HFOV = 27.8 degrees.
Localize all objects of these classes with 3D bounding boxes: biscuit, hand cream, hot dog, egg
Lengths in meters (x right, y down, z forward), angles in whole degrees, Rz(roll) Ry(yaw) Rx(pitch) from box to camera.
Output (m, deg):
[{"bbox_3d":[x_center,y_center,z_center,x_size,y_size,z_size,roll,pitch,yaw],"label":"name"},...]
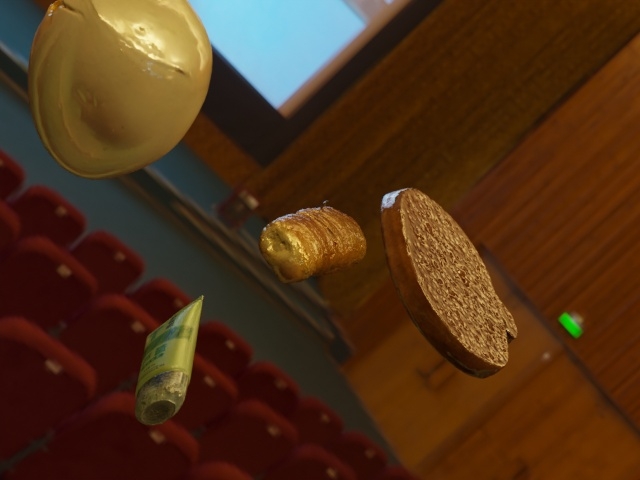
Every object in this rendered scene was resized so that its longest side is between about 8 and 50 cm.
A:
[{"bbox_3d":[0.228,0.086,2.345,0.350,0.070,0.394,41,26,-27],"label":"biscuit"},{"bbox_3d":[-0.176,0.138,1.475,0.046,0.095,0.175,41,26,-26],"label":"hand cream"},{"bbox_3d":[-0.002,0.003,1.420,0.088,0.061,0.286,55,14,1],"label":"hot dog"},{"bbox_3d":[-0.323,-0.256,2.055,0.283,0.345,0.283,22,28,-12],"label":"egg"}]
